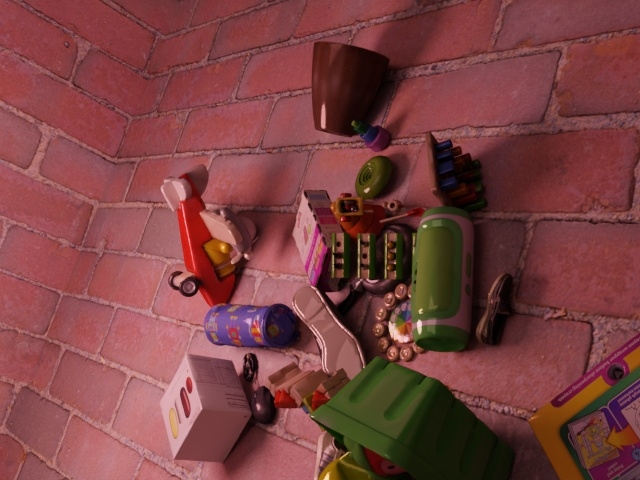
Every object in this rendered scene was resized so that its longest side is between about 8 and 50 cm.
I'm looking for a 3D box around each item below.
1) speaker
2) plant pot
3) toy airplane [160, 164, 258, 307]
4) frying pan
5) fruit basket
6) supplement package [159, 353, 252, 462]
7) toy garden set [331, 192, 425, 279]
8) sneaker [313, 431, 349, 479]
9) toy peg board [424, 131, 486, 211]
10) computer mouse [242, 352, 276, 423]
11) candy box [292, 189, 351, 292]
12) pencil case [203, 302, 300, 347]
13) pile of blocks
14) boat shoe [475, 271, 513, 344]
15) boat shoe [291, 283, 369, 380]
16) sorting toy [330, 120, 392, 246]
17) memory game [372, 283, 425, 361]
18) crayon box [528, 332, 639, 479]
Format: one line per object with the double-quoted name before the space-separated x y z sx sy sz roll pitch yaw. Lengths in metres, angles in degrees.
"speaker" 0.263 0.082 1.662 0.131 0.131 0.297 -18 56 43
"plant pot" 0.062 -0.410 2.153 0.215 0.215 0.231 18 97 52
"toy airplane" -0.325 -0.039 2.310 0.384 0.272 0.386 110 142 -49
"frying pan" 0.113 0.070 1.916 0.326 0.053 0.197 -30 47 32
"fruit basket" 0.127 0.443 1.406 0.283 0.392 0.392 14 79 52
"supplement package" -0.311 0.448 2.072 0.194 0.149 0.203 -60 35 23
"toy garden set" 0.134 -0.012 1.806 0.244 0.049 0.204 0 87 25
"sneaker" 0.036 0.497 1.718 0.086 0.064 0.192 -37 34 31
"toy peg board" 0.306 -0.147 1.733 0.079 0.160 0.161 -18 54 24
"computer mouse" -0.174 0.388 2.063 0.071 0.041 0.242 -51 38 17
"candy box" 0.000 0.000 2.013 0.233 0.071 0.159 -113 29 -44
"pencil case" -0.188 0.228 2.110 0.306 0.119 0.133 -6 23 48
"pile of blocks" -0.029 0.374 1.782 0.112 0.149 0.362 -27 7 -25
"boat shoe" 0.364 0.140 1.572 0.049 0.056 0.152 22 96 48
"boat shoe" 0.042 0.243 1.857 0.112 0.095 0.335 -39 54 11
"sorting toy" 0.094 -0.164 1.974 0.127 0.126 0.366 -28 43 46
"memory game" 0.190 0.187 1.767 0.186 0.012 0.186 -22 57 39
"crayon box" 0.549 0.313 1.204 0.363 0.106 0.313 -45 42 22
